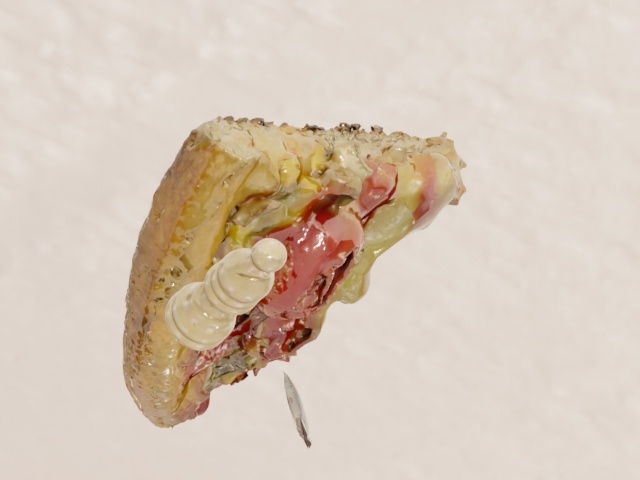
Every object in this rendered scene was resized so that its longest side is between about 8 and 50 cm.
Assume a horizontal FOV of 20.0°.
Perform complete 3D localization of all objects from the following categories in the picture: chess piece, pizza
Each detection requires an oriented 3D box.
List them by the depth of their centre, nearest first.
[{"bbox_3d":[-0.043,0.023,0.899,0.035,0.035,0.092,27,145,-16],"label":"chess piece"},{"bbox_3d":[0.000,0.000,1.670,0.130,0.406,0.440,52,151,22],"label":"pizza"}]

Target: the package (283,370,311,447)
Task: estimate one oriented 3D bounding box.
[{"bbox_3d":[-0.025,0.178,1.924,0.110,0.015,0.037,-111,6,-63],"label":"package"}]
